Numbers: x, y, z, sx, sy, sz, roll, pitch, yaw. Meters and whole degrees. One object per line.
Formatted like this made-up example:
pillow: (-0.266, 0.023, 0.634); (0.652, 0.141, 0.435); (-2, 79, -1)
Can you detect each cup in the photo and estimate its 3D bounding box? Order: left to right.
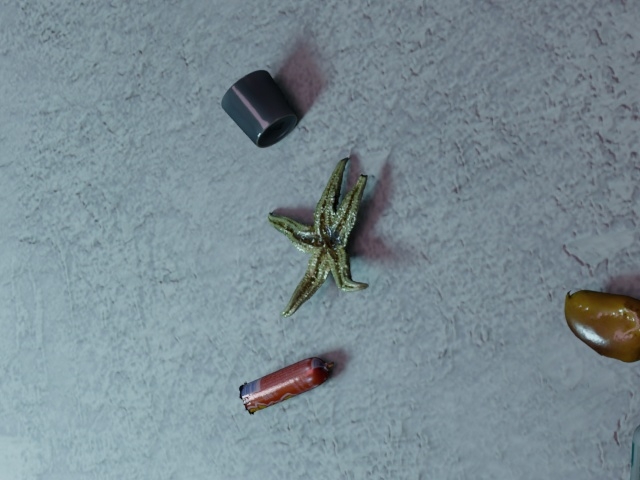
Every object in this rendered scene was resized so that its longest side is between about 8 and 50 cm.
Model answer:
cup: (-0.081, -0.166, 2.127); (0.077, 0.078, 0.100); (53, 152, 18)

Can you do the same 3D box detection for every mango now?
mango: (0.335, 0.095, 1.834); (0.127, 0.063, 0.077); (22, 108, 39)

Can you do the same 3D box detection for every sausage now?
sausage: (-0.039, 0.187, 2.114); (0.145, 0.050, 0.048); (-25, 58, 29)

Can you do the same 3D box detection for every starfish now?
starfish: (0.001, 0.001, 2.078); (0.217, 0.050, 0.223); (33, 97, 37)

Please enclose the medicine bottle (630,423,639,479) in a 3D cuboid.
medicine bottle: (0.406, 0.246, 1.740); (0.135, 0.135, 0.215); (4, 93, 35)
